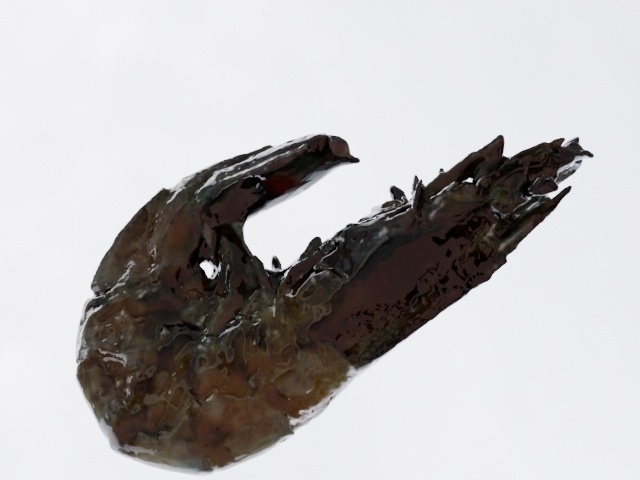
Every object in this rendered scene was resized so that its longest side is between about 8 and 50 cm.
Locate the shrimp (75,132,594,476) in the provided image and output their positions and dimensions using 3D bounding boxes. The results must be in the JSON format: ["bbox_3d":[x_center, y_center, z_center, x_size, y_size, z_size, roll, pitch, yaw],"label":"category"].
[{"bbox_3d":[0.000,0.000,0.416,0.161,0.034,0.091,-31,-116,-6],"label":"shrimp"}]
